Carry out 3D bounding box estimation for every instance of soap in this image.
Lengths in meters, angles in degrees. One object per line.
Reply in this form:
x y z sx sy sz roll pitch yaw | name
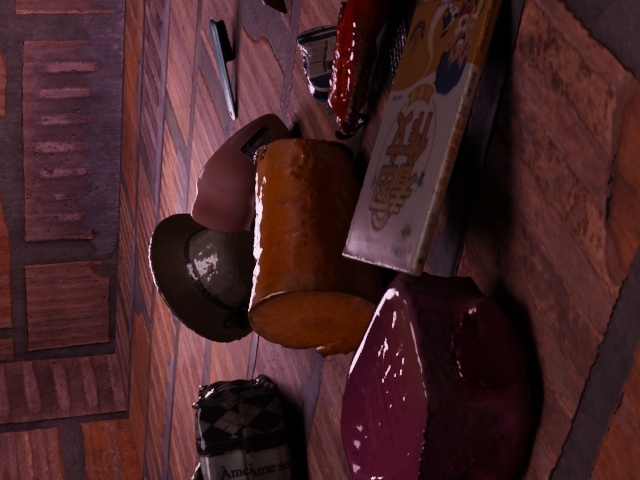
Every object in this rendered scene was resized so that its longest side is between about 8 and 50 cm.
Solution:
0.116 0.179 1.273 0.325 0.127 0.220 114 146 -56 | soap

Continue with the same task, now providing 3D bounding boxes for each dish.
-0.101 -0.089 1.931 0.090 0.213 0.213 41 144 20 | dish

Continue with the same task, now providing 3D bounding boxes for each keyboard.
0.095 -0.242 1.433 0.074 0.015 0.197 164 101 -73 | keyboard

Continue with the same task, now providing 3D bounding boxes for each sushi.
-0.086 -0.413 1.939 0.120 0.055 0.052 60 140 35 | sushi

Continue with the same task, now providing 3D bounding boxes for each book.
0.103 -0.114 1.258 0.208 0.020 0.296 -169 95 -72 | book

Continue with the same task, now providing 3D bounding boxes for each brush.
-0.175 -0.325 2.308 0.043 0.032 0.193 -169 64 -68 | brush

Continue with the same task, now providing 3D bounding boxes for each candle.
0.045 -0.224 1.496 0.302 0.059 0.084 98 173 -51 | candle

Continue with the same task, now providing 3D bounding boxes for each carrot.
0.000 0.000 1.598 0.196 0.195 0.254 116 157 -60 | carrot

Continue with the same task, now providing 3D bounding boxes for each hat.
-0.157 0.037 2.092 0.130 0.257 0.257 -33 56 34 | hat

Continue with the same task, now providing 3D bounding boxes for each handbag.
-0.127 0.451 2.107 0.317 0.180 0.416 165 96 -82 | handbag

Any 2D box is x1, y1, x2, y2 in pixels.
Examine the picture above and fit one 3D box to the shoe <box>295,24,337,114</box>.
0.006 -0.241 1.666 0.071 0.063 0.143 77 -179 -47 | shoe
